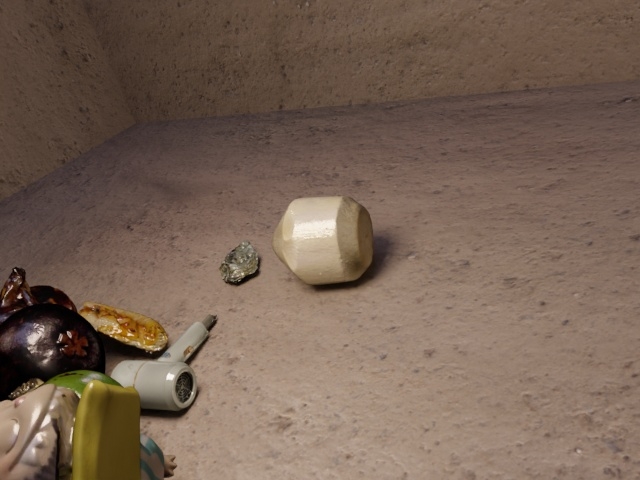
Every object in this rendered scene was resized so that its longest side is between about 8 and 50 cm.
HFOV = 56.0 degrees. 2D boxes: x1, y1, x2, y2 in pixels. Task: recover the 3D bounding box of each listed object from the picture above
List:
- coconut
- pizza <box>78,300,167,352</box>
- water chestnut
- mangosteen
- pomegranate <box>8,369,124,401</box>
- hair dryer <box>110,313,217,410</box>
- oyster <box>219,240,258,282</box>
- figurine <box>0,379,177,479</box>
[{"bbox_3d":[0.000,0.000,1.582,0.266,0.237,0.237,0,33,19],"label":"coconut"},{"bbox_3d":[-0.537,0.219,1.590,0.365,0.073,0.182,11,-5,43],"label":"pizza"},{"bbox_3d":[-0.804,0.213,1.623,0.300,0.300,0.300,-14,28,8],"label":"water chestnut"},{"bbox_3d":[-0.658,0.296,1.414,0.302,0.275,0.275,-30,22,26],"label":"mangosteen"},{"bbox_3d":[-0.496,0.367,1.173,0.270,0.254,0.254,38,46,4],"label":"pomegranate"},{"bbox_3d":[-0.331,0.267,1.452,0.173,0.107,0.357,-2,26,22],"label":"hair dryer"},{"bbox_3d":[-0.240,0.067,1.779,0.125,0.064,0.177,-18,30,-9],"label":"oyster"},{"bbox_3d":[-0.466,0.381,0.959,0.378,0.361,0.266,-6,54,4],"label":"figurine"}]
